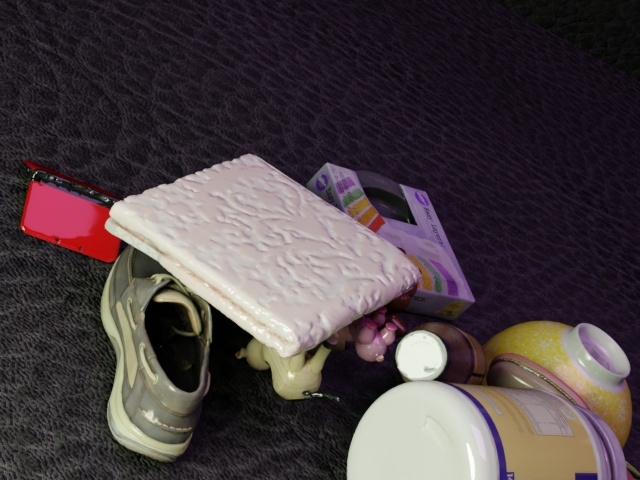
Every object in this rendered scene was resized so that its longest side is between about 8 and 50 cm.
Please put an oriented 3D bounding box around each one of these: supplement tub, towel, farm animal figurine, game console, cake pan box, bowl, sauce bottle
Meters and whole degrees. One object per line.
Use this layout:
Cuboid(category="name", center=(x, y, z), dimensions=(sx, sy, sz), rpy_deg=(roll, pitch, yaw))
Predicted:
Cuboid(category="supplement tub", center=(0.226, 0.311, 1.721), dimensions=(0.331, 0.241, 0.241), rpy_deg=(9, 41, -42))
Cuboid(category="towel", center=(-0.067, 0.012, 1.699), dimensions=(0.317, 0.053, 0.332), rpy_deg=(34, 30, 20))
Cuboid(category="farm animal figurine", center=(-0.033, 0.095, 1.820), dimensions=(0.326, 0.172, 0.330), rpy_deg=(35, 31, 19))
Cuboid(category="game console", center=(-0.346, -0.040, 1.784), dimensions=(0.144, 0.085, 0.124), rpy_deg=(22, 2, -29))
Cuboid(category="cake pan box", center=(0.116, 0.001, 2.195), dimensions=(0.245, 0.070, 0.267), rpy_deg=(16, 41, -39))
Cuboid(category="bowl", center=(0.418, 0.229, 2.150), dimensions=(0.289, 0.156, 0.289), rpy_deg=(29, 30, -19))
Cuboid(category="sauce bottle", center=(0.170, 0.170, 1.859), dimensions=(0.111, 0.111, 0.344), rpy_deg=(48, 3, 15))

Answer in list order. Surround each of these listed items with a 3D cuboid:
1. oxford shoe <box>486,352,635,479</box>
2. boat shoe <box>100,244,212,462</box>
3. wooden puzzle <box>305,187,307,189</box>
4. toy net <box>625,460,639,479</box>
Cuboid(category="oxford shoe", center=(0.355, 0.326, 1.956), dimensions=(0.130, 0.123, 0.348), rpy_deg=(-30, 75, -37))
Cuboid(category="boat shoe", center=(-0.188, 0.112, 1.631), dimensions=(0.132, 0.130, 0.355), rpy_deg=(22, 33, -29))
Cuboid(category="wooden puzzle", center=(0.019, -0.056, 2.232), dimensions=(0.116, 0.014, 0.078), rpy_deg=(40, 33, 0))
Cuboid(category="toy net", center=(0.537, 0.418, 2.076), dimensions=(0.232, 0.045, 0.122), rpy_deg=(35, 3, -29))
